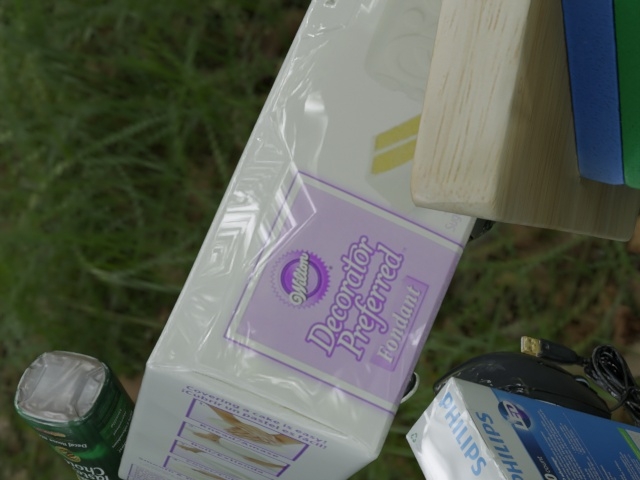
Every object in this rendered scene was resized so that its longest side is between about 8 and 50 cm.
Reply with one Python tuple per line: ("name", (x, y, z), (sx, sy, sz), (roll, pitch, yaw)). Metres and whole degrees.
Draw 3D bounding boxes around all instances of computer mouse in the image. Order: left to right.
("computer mouse", (0.229, 0.133, 1.704), (0.184, 0.262, 0.060), (-118, 41, -60))

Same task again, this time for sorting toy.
("sorting toy", (0.125, -0.124, 0.531), (0.089, 0.255, 0.257), (11, 92, 19))

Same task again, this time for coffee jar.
("coffee jar", (-0.211, 0.184, 1.591), (0.096, 0.184, 0.079), (8, 59, 28))

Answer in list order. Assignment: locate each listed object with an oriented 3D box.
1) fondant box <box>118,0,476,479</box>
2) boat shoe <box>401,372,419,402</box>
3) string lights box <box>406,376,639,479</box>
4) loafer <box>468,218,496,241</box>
("fondant box", (0.000, 0.000, 0.774), (0.330, 0.096, 0.238), (116, 177, -73))
("boat shoe", (0.046, 0.154, 1.777), (0.125, 0.038, 0.046), (-10, 47, 36))
("string lights box", (0.212, 0.209, 1.409), (0.077, 0.259, 0.133), (-55, 36, 25))
("loafer", (0.142, -0.013, 1.820), (0.267, 0.096, 0.084), (-37, 51, 16))
